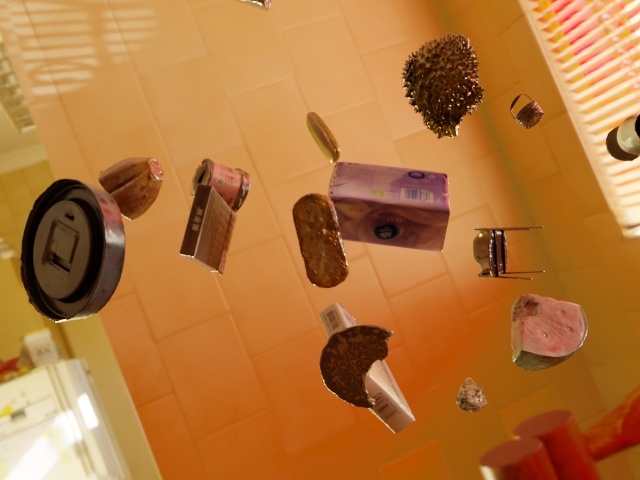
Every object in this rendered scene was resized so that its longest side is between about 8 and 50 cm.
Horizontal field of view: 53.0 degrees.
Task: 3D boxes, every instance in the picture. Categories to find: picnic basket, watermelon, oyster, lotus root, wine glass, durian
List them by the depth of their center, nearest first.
[{"bbox_3d":[0.751,-0.247,1.511,0.103,0.103,0.222,-22,-4,9],"label":"wine glass"},{"bbox_3d":[0.525,-0.335,1.655,0.072,0.083,0.072,-27,-27,-14],"label":"picnic basket"},{"bbox_3d":[0.415,0.426,1.766,0.098,0.037,0.100,-38,31,-23],"label":"oyster"},{"bbox_3d":[0.637,0.277,1.897,0.318,0.226,0.148,-24,-31,-37],"label":"watermelon"},{"bbox_3d":[0.364,-0.459,1.900,0.258,0.258,0.293,-22,-47,5],"label":"durian"},{"bbox_3d":[-0.623,-0.195,2.172,0.180,0.188,0.199,-32,29,14],"label":"lotus root"}]

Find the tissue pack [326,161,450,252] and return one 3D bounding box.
[{"bbox_3d":[0.183,-0.098,1.803,0.339,0.160,0.242,7,32,6],"label":"tissue pack"}]

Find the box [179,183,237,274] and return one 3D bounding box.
[{"bbox_3d":[-0.285,-0.020,1.674,0.047,0.180,0.325,11,-10,6],"label":"box"}]

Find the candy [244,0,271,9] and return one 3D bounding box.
[{"bbox_3d":[-0.224,-0.809,2.006,0.195,0.137,0.185,18,16,-3],"label":"candy"}]

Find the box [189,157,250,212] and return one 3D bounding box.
[{"bbox_3d":[-0.307,-0.164,1.919,0.135,0.151,0.151,25,-33,-32],"label":"box"}]

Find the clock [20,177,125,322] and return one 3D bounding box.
[{"bbox_3d":[-0.567,0.023,1.460,0.325,0.325,0.067,-24,-18,31],"label":"clock"}]

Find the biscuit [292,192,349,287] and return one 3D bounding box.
[{"bbox_3d":[0.000,0.000,1.635,0.119,0.247,0.029,-13,0,-14],"label":"biscuit"}]

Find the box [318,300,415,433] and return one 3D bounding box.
[{"bbox_3d":[0.111,0.315,1.644,0.065,0.200,0.343,-39,28,7],"label":"box"}]

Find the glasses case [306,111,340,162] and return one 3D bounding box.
[{"bbox_3d":[0.009,-0.386,2.375,0.064,0.234,0.079,-17,-34,-20],"label":"glasses case"}]

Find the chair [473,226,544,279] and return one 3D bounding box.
[{"bbox_3d":[0.580,0.036,2.065,0.247,0.158,0.172,-1,5,34],"label":"chair"}]

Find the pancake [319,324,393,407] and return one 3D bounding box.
[{"bbox_3d":[0.088,0.254,1.322,0.190,0.184,0.020,-39,11,18],"label":"pancake"}]
